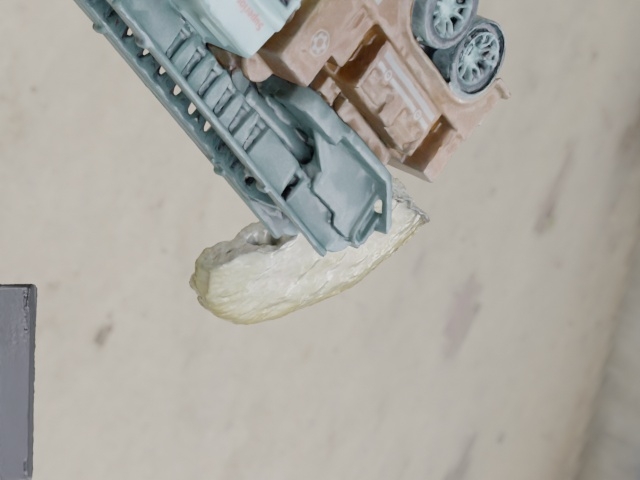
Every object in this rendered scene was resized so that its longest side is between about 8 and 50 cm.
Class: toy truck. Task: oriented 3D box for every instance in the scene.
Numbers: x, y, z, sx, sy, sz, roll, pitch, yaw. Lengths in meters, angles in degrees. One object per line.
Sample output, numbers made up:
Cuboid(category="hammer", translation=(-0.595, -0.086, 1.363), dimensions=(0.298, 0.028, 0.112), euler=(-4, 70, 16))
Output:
Cuboid(category="toy truck", translation=(-0.029, -0.138, 1.154), dimensions=(0.184, 0.133, 0.338), euler=(-56, 141, -11))

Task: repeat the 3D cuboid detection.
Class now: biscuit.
Cuboid(category="biscuit", translation=(0.000, 0.000, 1.622), dimensions=(0.265, 0.040, 0.188), euler=(-16, 148, -41))

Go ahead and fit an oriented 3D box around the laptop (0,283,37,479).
Cuboid(category="laptop", translation=(-0.322, 0.139, 1.839), dimensions=(0.135, 0.016, 0.197), euler=(-2, 95, -43))
